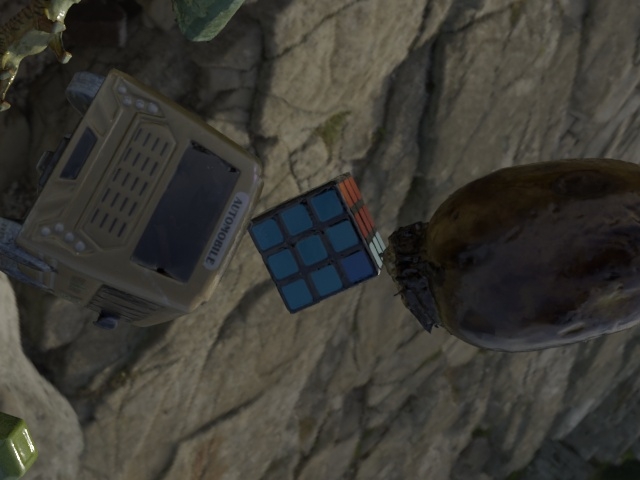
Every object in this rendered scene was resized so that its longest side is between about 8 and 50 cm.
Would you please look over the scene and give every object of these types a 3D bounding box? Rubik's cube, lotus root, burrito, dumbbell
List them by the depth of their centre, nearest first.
[{"bbox_3d":[-0.058,-0.176,0.516,0.044,0.074,0.118,9,162,-27],"label":"burrito"},{"bbox_3d":[0.200,0.012,0.697,0.314,0.141,0.169,-13,140,14],"label":"lotus root"},{"bbox_3d":[-0.489,0.347,1.091,0.108,0.302,0.121,-10,112,14],"label":"dumbbell"},{"bbox_3d":[0.000,0.000,1.310,0.162,0.160,0.163,-25,-175,12],"label":"Rubik's cube"}]

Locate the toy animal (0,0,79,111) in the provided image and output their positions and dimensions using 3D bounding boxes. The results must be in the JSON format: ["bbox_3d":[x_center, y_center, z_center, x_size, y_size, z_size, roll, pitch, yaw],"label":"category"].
[{"bbox_3d":[-0.385,-0.264,1.099,0.241,0.099,0.057,-38,148,16],"label":"toy animal"}]

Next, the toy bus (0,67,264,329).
[{"bbox_3d":[-0.150,-0.012,0.638,0.139,0.157,0.289,-66,-166,-17],"label":"toy bus"}]
